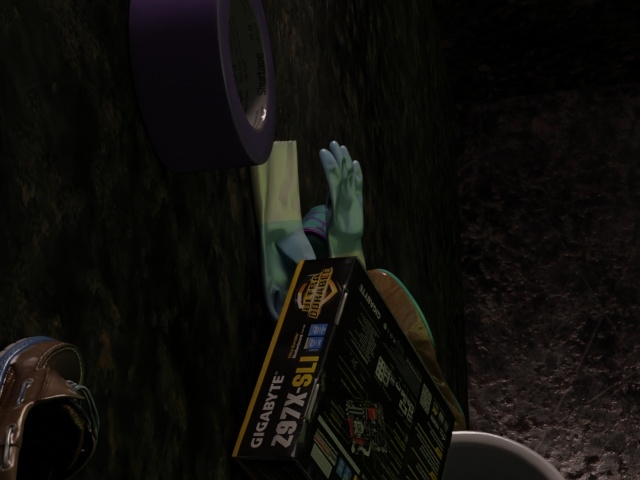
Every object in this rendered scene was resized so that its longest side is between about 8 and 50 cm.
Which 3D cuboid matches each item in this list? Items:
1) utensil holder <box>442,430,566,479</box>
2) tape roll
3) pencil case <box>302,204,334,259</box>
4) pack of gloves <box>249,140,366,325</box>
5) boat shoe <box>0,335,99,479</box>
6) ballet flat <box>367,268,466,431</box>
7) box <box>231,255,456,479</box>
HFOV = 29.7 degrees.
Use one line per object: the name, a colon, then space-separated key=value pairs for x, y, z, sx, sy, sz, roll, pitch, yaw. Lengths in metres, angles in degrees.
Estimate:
utensil holder: x=0.228 y=0.498 z=1.764 sx=0.385 sy=0.328 sz=0.327 roll=69 pitch=19 yaw=-58
tape roll: x=-0.101 y=-0.156 z=1.076 sx=0.189 sy=0.080 sz=0.188 roll=-5 pitch=90 yaw=-79
pencil case: x=0.000 y=0.000 z=1.523 sx=0.070 sy=0.064 sz=0.151 roll=56 pitch=17 yaw=-5
pack of gloves: x=0.006 y=-0.004 z=1.402 sx=0.195 sy=0.046 sz=0.232 roll=-8 pitch=93 yaw=-49
boat shoe: x=-0.161 y=0.110 z=0.681 sx=0.183 sy=0.066 sz=0.066 roll=-70 pitch=152 yaw=-64
ballet flat: x=0.128 y=0.212 z=1.920 sx=0.124 sy=0.116 sz=0.342 roll=-44 pitch=122 yaw=-37
box: x=0.041 y=0.213 z=1.321 sx=0.322 sy=0.079 sz=0.257 roll=57 pitch=40 yaw=-40
